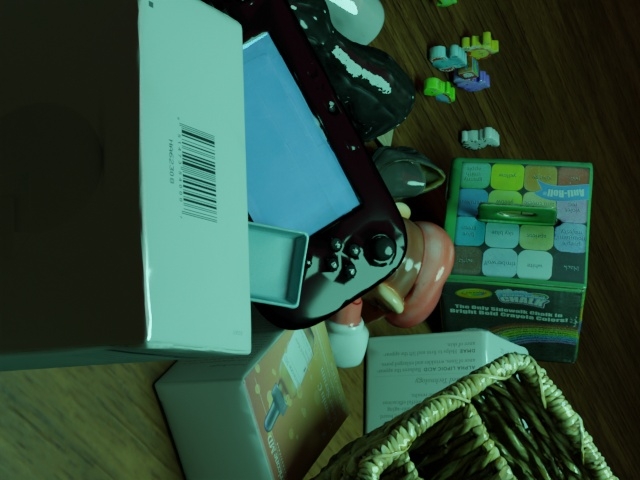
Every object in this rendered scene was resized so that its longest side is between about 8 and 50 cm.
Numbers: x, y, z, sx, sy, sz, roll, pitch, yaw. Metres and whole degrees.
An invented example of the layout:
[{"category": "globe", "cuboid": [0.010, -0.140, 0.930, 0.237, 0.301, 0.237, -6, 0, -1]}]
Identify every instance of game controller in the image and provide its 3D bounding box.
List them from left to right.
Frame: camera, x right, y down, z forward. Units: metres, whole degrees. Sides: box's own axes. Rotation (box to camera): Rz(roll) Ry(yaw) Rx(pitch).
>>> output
[{"category": "game controller", "cuboid": [-0.049, -0.083, 1.193, 0.166, 0.067, 0.319, -34, 100, -32]}]

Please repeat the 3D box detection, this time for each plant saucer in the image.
[{"category": "plant saucer", "cuboid": [-0.101, 0.010, 1.126, 0.192, 0.018, 0.067, 11, 86, -28]}]

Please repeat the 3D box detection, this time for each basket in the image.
[{"category": "basket", "cuboid": [0.140, 0.284, 1.169, 0.299, 0.223, 0.213, 58, 34, 3]}]

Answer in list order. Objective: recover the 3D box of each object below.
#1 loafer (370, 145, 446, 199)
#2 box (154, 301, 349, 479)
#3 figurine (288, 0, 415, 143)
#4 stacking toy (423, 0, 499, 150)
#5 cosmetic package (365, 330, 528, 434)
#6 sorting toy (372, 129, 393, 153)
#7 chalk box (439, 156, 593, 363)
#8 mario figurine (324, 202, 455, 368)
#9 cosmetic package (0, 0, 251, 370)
[{"category": "loafer", "cuboid": [0.098, -0.078, 1.610, 0.170, 0.061, 0.062, -27, 134, -61]}, {"category": "box", "cuboid": [-0.057, 0.144, 1.227, 0.170, 0.091, 0.130, -48, 127, -58]}, {"category": "figurine", "cuboid": [-0.003, -0.238, 1.380, 0.209, 0.092, 0.214, 46, 21, -46]}, {"category": "stacking toy", "cuboid": [0.189, -0.239, 1.872, 0.221, 0.052, 0.166, 33, 54, -56]}, {"category": "cosmetic package", "cuboid": [0.148, 0.208, 1.564, 0.151, 0.152, 0.183, 24, 64, -60]}, {"category": "sorting toy", "cuboid": [0.070, -0.134, 1.639, 0.062, 0.012, 0.083, 50, 42, -45]}, {"category": "chalk box", "cuboid": [0.244, 0.011, 1.686, 0.289, 0.180, 0.179, 79, 18, -60]}, {"category": "mario figurine", "cuboid": [0.000, 0.000, 1.391, 0.198, 0.170, 0.320, -53, 131, -4]}, {"category": "cosmetic package", "cuboid": [-0.174, -0.032, 0.870, 0.138, 0.225, 0.224, 16, 70, -65]}]
